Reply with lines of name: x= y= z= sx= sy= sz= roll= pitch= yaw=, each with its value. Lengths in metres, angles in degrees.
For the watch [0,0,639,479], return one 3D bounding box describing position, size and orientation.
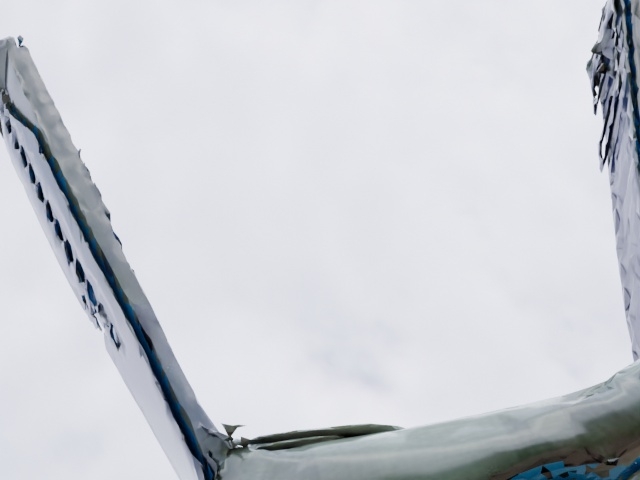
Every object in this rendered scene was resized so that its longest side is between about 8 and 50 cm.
watch: x=-0.012 y=0.005 z=0.523 sx=0.276 sy=0.275 sz=0.068 roll=-5 pitch=-46 yaw=8
